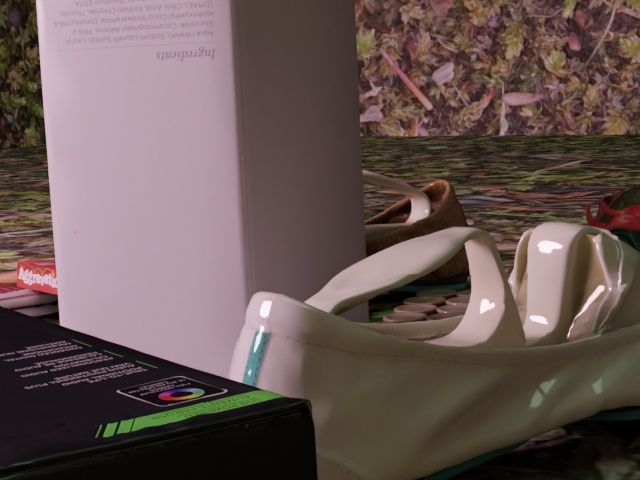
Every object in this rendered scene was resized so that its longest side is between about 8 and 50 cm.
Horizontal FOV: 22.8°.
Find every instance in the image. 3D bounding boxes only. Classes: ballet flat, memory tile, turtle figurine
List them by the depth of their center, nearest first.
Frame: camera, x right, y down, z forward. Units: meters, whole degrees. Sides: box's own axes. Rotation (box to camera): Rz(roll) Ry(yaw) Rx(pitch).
[{"bbox_3d":[0.114,0.053,0.899,0.400,0.139,0.139,-9,10,-40],"label":"ballet flat"},{"bbox_3d":[0.259,0.013,1.244,0.175,0.118,0.234,-4,2,-6],"label":"turtle figurine"},{"bbox_3d":[0.118,0.058,1.308,0.113,0.012,0.148,0,8,18],"label":"memory tile"},{"bbox_3d":[0.000,0.000,1.361,0.342,0.124,0.116,-9,8,-37],"label":"ballet flat"}]

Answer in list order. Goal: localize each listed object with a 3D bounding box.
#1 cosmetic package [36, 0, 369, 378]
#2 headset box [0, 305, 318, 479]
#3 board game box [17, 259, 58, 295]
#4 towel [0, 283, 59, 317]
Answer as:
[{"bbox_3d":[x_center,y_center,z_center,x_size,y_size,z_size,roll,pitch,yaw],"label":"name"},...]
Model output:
[{"bbox_3d":[-0.076,-0.091,1.097,0.156,0.385,0.217,2,6,23],"label":"cosmetic package"},{"bbox_3d":[-0.163,0.115,0.520,0.246,0.131,0.283,-8,10,-32],"label":"headset box"},{"bbox_3d":[-0.117,0.032,1.444,0.281,0.027,0.145,-2,7,-38],"label":"board game box"},{"bbox_3d":[-0.424,0.060,1.411,0.329,0.037,0.237,4,8,30],"label":"towel"}]
